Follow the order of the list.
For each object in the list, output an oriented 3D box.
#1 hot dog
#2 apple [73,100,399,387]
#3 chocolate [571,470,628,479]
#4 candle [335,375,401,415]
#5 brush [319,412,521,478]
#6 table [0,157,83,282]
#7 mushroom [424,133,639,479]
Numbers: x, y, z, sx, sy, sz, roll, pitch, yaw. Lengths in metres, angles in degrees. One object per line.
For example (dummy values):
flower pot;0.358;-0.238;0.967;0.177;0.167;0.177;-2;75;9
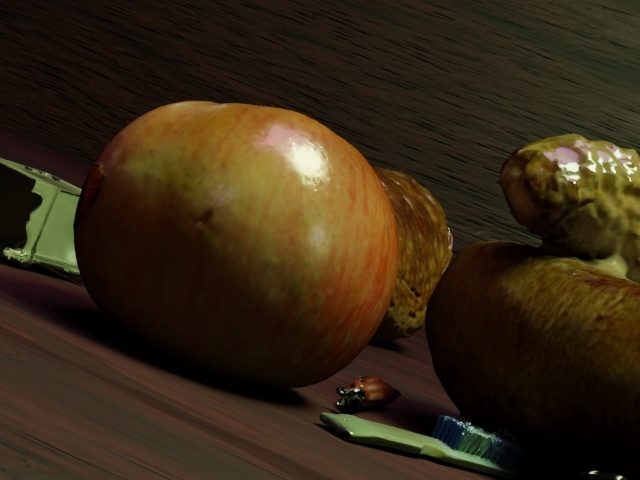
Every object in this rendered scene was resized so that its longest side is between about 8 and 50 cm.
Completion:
hot dog;0.000;0.000;1.696;0.267;0.174;0.387;21;10;21
apple;-0.051;-0.002;0.959;0.209;0.164;0.209;21;-1;0
chocolate;0.209;0.172;0.879;0.147;0.070;0.072;10;17;-27
candle;0.029;0.105;1.057;0.026;0.021;0.167;43;5;11
brush;0.069;0.121;0.959;0.178;0.030;0.033;21;12;-47
table;-0.207;-0.017;1.091;0.079;0.062;0.083;24;2;34
mushroom;0.234;0.098;1.110;0.345;0.239;0.345;37;17;-13
